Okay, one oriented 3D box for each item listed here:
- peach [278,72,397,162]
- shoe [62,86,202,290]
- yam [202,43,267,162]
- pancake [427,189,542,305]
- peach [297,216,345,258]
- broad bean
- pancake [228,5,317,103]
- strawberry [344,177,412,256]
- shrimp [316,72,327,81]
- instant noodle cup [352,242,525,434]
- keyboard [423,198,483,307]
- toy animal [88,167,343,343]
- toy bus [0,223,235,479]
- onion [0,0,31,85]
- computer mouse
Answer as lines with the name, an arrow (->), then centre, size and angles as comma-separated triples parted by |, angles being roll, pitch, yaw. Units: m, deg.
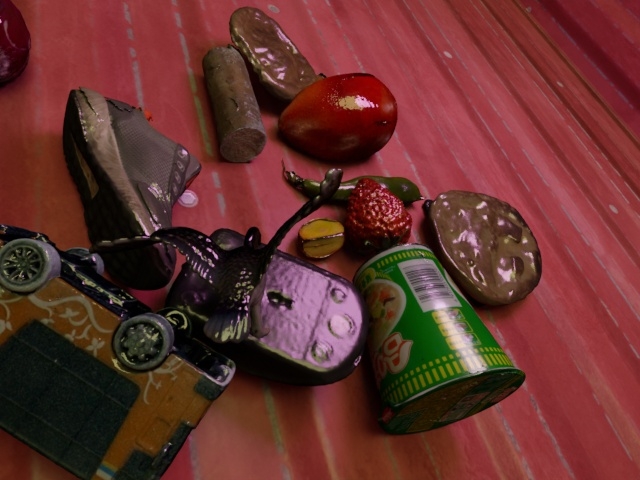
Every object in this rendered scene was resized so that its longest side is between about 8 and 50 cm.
peach -> 0.051, -0.255, 0.914 | 0.267, 0.154, 0.159 | -9, 62, -35
shoe -> -0.248, -0.078, 0.644 | 0.170, 0.132, 0.337 | -8, 57, -44
yam -> -0.169, -0.270, 0.847 | 0.093, 0.093, 0.260 | 0, 56, -29
pancake -> 0.349, 0.006, 0.932 | 0.294, 0.049, 0.295 | 13, 54, -18
peach -> 0.000, 0.000, 0.761 | 0.077, 0.050, 0.083 | 20, 34, 16
broad bean -> 0.081, -0.110, 0.889 | 0.317, 0.056, 0.098 | 9, 53, -21
pancake -> -0.094, -0.398, 0.942 | 0.222, 0.042, 0.237 | -8, 70, -48
strawberry -> 0.107, -0.042, 0.799 | 0.131, 0.131, 0.148 | 18, 70, -16
shrimp -> -0.059, -0.424, 1.054 | 0.165, 0.049, 0.161 | 0, 59, -31
instant noodle cup -> 0.147, 0.134, 0.657 | 0.206, 0.207, 0.233 | 4, 48, -27
keyboard -> 0.303, 0.020, 0.942 | 0.106, 0.016, 0.263 | -1, 58, -30
toy animal -> -0.101, 0.033, 0.510 | 0.272, 0.197, 0.161 | -5, 81, 3
toy bus -> -0.239, 0.118, 0.450 | 0.275, 0.138, 0.167 | 33, 82, -3
onion -> -0.533, -0.284, 0.630 | 0.195, 0.140, 0.218 | 7, 57, -34
computer mouse -> -0.071, 0.101, 0.611 | 0.269, 0.100, 0.170 | 25, 47, -2
